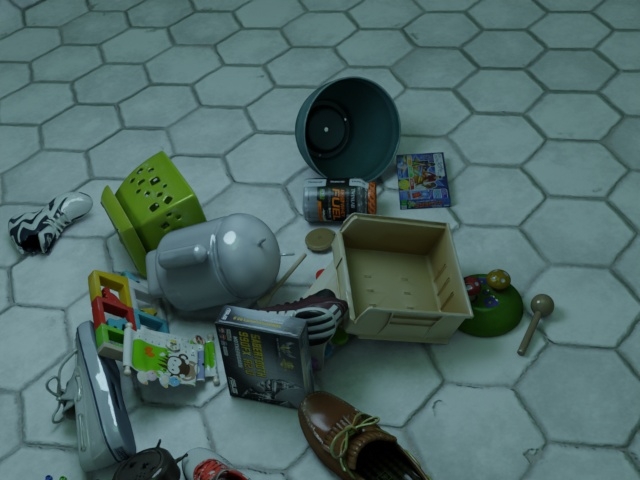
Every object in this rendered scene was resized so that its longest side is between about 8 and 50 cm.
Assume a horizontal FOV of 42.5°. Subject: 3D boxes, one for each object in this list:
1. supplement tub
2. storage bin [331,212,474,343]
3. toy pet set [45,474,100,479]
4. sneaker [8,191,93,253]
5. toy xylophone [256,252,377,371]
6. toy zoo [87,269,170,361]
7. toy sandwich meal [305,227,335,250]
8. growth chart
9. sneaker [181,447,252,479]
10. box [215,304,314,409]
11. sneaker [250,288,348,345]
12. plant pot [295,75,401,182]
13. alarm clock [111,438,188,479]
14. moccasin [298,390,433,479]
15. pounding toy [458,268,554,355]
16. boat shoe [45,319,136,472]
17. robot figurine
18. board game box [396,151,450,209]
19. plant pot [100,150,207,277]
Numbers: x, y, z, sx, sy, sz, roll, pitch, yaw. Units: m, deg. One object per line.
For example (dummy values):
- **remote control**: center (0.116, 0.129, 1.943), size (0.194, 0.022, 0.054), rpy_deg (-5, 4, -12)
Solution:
- **supplement tub**: center (0.051, -0.107, 2.160), size (0.190, 0.117, 0.117), rpy_deg (-1, 43, 7)
- **storage bin**: center (0.174, 0.084, 1.847), size (0.260, 0.123, 0.262), rpy_deg (6, 51, -17)
- **toy pet set**: center (-0.510, 0.499, 1.615), size (0.122, 0.065, 0.114), rpy_deg (1, 43, 9)
- **sneaker**: center (-0.713, -0.033, 2.198), size (0.235, 0.094, 0.153), rpy_deg (-18, 45, -12)
- **toy xylophone**: center (0.005, 0.144, 1.920), size (0.236, 0.081, 0.322), rpy_deg (26, 52, 31)
- **toy zoo**: center (-0.436, 0.173, 1.890), size (0.030, 0.192, 0.293), rpy_deg (-47, 40, 20)
- **toy sandwich meal**: center (0.000, 0.000, 2.118), size (0.085, 0.029, 0.086), rpy_deg (-4, 47, 4)
- **growth chart**: center (-0.327, 0.255, 1.805), size (0.237, 0.021, 0.172), rpy_deg (14, 36, -32)
- **sneaker**: center (-0.187, 0.456, 1.560), size (0.090, 0.145, 0.270), rpy_deg (-29, 47, -22)
- **box**: center (-0.112, 0.248, 1.714), size (0.183, 0.231, 0.056), rpy_deg (9, 42, 16)
- **sneaker**: center (-0.061, 0.172, 1.792), size (0.281, 0.106, 0.162), rpy_deg (-6, 16, 32)
- **plant pot**: center (0.048, -0.306, 2.286), size (0.293, 0.293, 0.196), rpy_deg (-26, 19, -19)
- **alarm clock**: center (-0.351, 0.472, 1.592), size (0.129, 0.064, 0.192), rpy_deg (-7, 31, 35)
- **moccasin**: center (0.090, 0.412, 1.570), size (0.139, 0.147, 0.380), rpy_deg (-27, 46, -21)
- **pounding toy**: center (0.395, 0.128, 1.866), size (0.236, 0.110, 0.183), rpy_deg (23, 51, 29)
- **boat shoe**: center (-0.509, 0.337, 1.760), size (0.156, 0.136, 0.367), rpy_deg (-25, 52, -4)
- **robot figurine**: center (-0.241, 0.052, 1.922), size (0.353, 0.300, 0.200), rpy_deg (-14, 79, 27)
- **board game box**: center (0.279, -0.165, 2.254), size (0.136, 0.035, 0.201), rpy_deg (-3, 43, 5)
- **plant pot**: center (-0.416, -0.052, 2.091), size (0.207, 0.228, 0.227), rpy_deg (-28, 47, -13)
